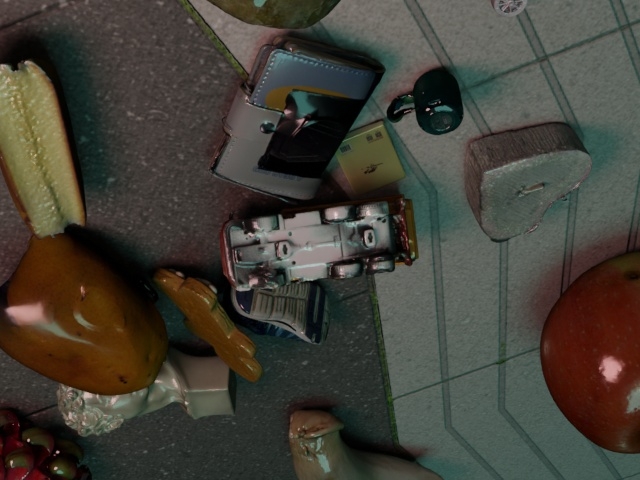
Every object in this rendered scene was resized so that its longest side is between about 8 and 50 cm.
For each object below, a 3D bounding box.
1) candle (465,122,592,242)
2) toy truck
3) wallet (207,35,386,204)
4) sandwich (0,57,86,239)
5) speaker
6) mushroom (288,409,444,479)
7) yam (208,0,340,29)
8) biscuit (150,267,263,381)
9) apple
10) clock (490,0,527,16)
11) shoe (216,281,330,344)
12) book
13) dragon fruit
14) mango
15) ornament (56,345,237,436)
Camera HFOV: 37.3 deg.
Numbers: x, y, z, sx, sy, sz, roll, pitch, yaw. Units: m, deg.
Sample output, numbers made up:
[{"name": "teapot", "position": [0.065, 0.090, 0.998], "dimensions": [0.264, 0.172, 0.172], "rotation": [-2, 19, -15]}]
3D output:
[{"name": "candle", "position": [0.275, -0.088, 1.337], "dimensions": [0.168, 0.068, 0.192], "rotation": [20, 126, -37]}, {"name": "toy truck", "position": [0.000, 0.000, 1.295], "dimensions": [0.270, 0.135, 0.114], "rotation": [-7, 93, -10]}, {"name": "wallet", "position": [-0.035, -0.144, 1.186], "dimensions": [0.170, 0.069, 0.231], "rotation": [11, 129, -28]}, {"name": "sandwich", "position": [-0.337, -0.122, 1.107], "dimensions": [0.094, 0.096, 0.258], "rotation": [-13, 137, -12]}, {"name": "speaker", "position": [0.131, -0.175, 1.198], "dimensions": [0.094, 0.075, 0.060], "rotation": [-1, 137, -2]}, {"name": "mushroom", "position": [0.055, 0.438, 1.807], "dimensions": [0.177, 0.126, 0.397], "rotation": [-43, 132, 15]}, {"name": "yam", "position": [-0.022, -0.355, 0.875], "dimensions": [0.195, 0.195, 0.300], "rotation": [9, 132, -25]}, {"name": "biscuit", "position": [-0.153, 0.126, 1.397], "dimensions": [0.035, 0.158, 0.240], "rotation": [-50, 133, -21]}, {"name": "apple", "position": [0.535, 0.185, 1.553], "dimensions": [0.348, 0.277, 0.349], "rotation": [-8, 137, -7]}, {"name": "clock", "position": [0.200, -0.312, 1.092], "dimensions": [0.129, 0.041, 0.087], "rotation": [30, 126, -33]}, {"name": "shoe", "position": [-0.070, 0.104, 1.445], "dimensions": [0.207, 0.092, 0.106], "rotation": [22, 155, -36]}, {"name": "book", "position": [0.066, -0.111, 1.292], "dimensions": [0.077, 0.014, 0.111], "rotation": [-20, 138, 9]}, {"name": "dragon fruit", "position": [-0.508, 0.384, 1.543], "dimensions": [0.272, 0.219, 0.198], "rotation": [-4, 175, -19]}, {"name": "mango", "position": [-0.331, 0.117, 1.325], "dimensions": [0.201, 0.153, 0.287], "rotation": [-25, 136, 27]}, {"name": "ornament", "position": [-0.270, 0.236, 1.495], "dimensions": [0.285, 0.120, 0.130], "rotation": [-2, 131, -17]}]
